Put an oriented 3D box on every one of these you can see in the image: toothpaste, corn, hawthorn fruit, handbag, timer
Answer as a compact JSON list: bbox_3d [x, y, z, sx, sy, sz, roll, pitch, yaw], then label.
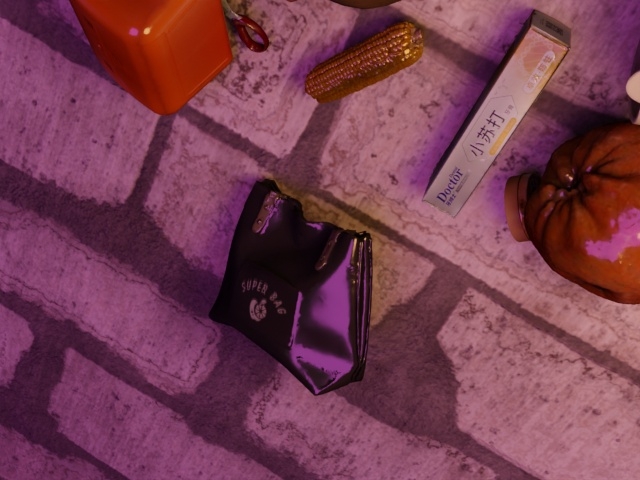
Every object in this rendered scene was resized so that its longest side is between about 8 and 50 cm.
[{"bbox_3d":[0.250,-0.178,1.189,0.071,0.089,0.313,28,125,-2],"label":"toothpaste"},{"bbox_3d":[0.066,-0.264,1.223,0.207,0.068,0.068,-23,108,30],"label":"corn"},{"bbox_3d":[0.418,-0.036,1.109,0.258,0.261,0.258,15,107,60],"label":"hawthorn fruit"},{"bbox_3d":[-0.042,0.070,1.375,0.342,0.152,0.288,28,117,36],"label":"handbag"},{"bbox_3d":[-0.286,-0.345,1.222,0.250,0.161,0.257,36,163,14],"label":"timer"}]

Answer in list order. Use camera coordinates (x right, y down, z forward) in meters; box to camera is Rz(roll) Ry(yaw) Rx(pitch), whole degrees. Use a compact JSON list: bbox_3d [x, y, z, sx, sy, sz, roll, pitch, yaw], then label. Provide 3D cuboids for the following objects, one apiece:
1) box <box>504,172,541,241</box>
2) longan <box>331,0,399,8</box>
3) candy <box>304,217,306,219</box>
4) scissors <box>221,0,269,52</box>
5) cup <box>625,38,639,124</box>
[{"bbox_3d":[0.310,-0.049,1.227,0.037,0.105,0.106,-8,115,32],"label":"box"},{"bbox_3d":[0.111,-0.454,0.906,0.336,0.404,0.405,35,134,44],"label":"longan"},{"bbox_3d":[0.000,0.000,1.421,0.194,0.062,0.058,51,169,-1],"label":"candy"},{"bbox_3d":[-0.158,-0.365,1.197,0.144,0.017,0.248,16,161,12],"label":"scissors"},{"bbox_3d":[0.517,-0.257,0.976,0.257,0.219,0.290,15,91,13],"label":"cup"}]
